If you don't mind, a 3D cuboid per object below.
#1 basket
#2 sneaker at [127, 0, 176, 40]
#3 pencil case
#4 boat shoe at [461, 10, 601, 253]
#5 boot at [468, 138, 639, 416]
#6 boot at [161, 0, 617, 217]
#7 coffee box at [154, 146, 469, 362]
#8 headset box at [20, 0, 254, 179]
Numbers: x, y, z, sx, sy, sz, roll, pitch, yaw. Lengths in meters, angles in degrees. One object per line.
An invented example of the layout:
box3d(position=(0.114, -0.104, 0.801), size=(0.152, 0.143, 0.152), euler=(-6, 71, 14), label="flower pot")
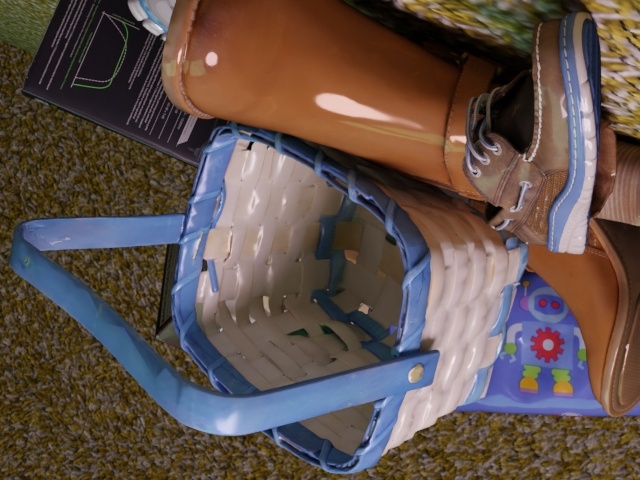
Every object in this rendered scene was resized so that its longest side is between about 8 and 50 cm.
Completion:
box3d(position=(-0.024, 0.037, 0.839), size=(0.289, 0.201, 0.255), euler=(0, -155, -39), label="basket")
box3d(position=(-0.043, -0.142, 0.913), size=(0.191, 0.071, 0.083), euler=(24, 174, -30), label="sneaker")
box3d(position=(0.197, 0.068, 0.987), size=(0.306, 0.133, 0.119), euler=(-1, -175, 20), label="pencil case")
box3d(position=(0.105, -0.045, 0.643), size=(0.066, 0.066, 0.183), euler=(3, 150, 11), label="boat shoe")
box3d(position=(0.171, 0.015, 0.906), size=(0.073, 0.197, 0.152), euler=(-11, -162, -43), label="boot")
box3d(position=(0.051, -0.075, 0.750), size=(0.220, 0.109, 0.283), euler=(24, -179, 23), label="boot")
box3d(position=(0.000, 0.000, 1.125), size=(0.168, 0.119, 0.297), euler=(23, 136, -24), label="coffee box")
box3d(position=(-0.137, -0.146, 1.277), size=(0.283, 0.131, 0.246), euler=(23, 180, -13), label="headset box")
